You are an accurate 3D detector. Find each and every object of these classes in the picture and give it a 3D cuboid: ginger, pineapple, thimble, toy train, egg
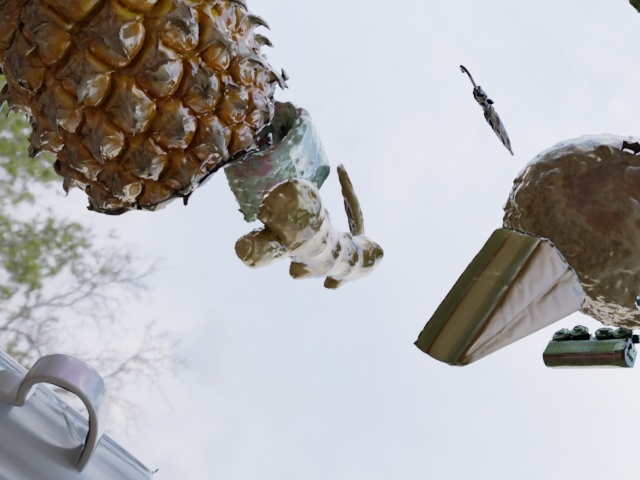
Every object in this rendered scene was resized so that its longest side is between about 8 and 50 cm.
[{"bbox_3d":[0.002,0.002,1.109,0.118,0.298,0.065,-50,-118,9],"label":"ginger"},{"bbox_3d":[-0.235,-0.225,1.118,0.352,0.352,0.300,2,-48,42],"label":"pineapple"},{"bbox_3d":[-0.090,-0.142,1.658,0.185,0.211,0.149,10,-41,35],"label":"thimble"},{"bbox_3d":[0.405,0.161,1.380,0.147,0.071,0.038,-8,-53,43],"label":"toy train"},{"bbox_3d":[0.414,-0.016,1.290,0.310,0.279,0.279,30,-56,12],"label":"egg"}]

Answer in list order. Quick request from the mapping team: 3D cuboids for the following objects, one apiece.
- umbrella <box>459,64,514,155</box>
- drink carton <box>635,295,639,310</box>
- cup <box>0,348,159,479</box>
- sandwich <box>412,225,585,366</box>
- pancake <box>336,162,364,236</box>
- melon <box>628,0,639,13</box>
[{"bbox_3d":[0.148,-0.108,0.797,0.013,0.122,0.022,-38,-138,5],"label":"umbrella"},{"bbox_3d":[0.263,0.140,0.517,0.185,0.191,0.190,10,-92,6],"label":"drink carton"},{"bbox_3d":[-0.247,0.193,0.744,0.202,0.167,0.221,40,-30,-15],"label":"cup"},{"bbox_3d":[0.191,0.084,0.955,0.113,0.163,0.079,45,-14,-32],"label":"sandwich"},{"bbox_3d":[0.055,-0.067,1.707,0.158,0.028,0.158,166,-90,-89],"label":"pancake"},{"bbox_3d":[0.575,-0.358,1.232,0.169,0.264,0.129,91,-10,-53],"label":"melon"}]
